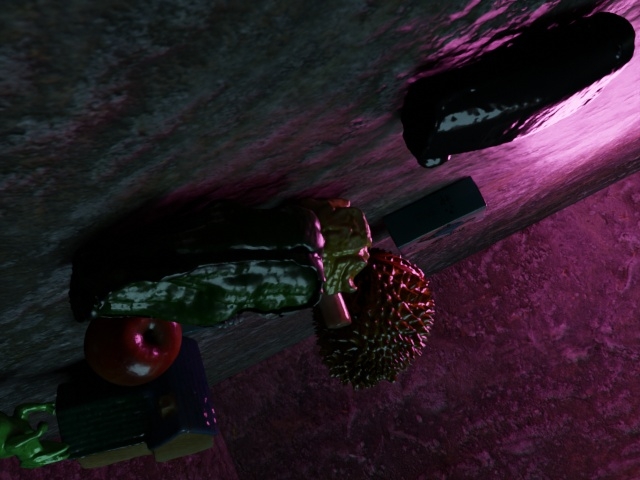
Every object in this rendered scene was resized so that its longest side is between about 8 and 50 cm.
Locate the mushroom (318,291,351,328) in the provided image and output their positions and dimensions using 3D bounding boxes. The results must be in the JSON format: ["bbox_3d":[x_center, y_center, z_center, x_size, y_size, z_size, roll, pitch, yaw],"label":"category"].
[{"bbox_3d":[0.007,0.102,1.355,0.208,0.215,0.207,-24,172,-4],"label":"mushroom"}]

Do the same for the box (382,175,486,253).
[{"bbox_3d":[0.295,-0.059,1.515,0.245,0.092,0.153,-27,167,9],"label":"box"}]

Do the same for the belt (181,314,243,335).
[{"bbox_3d":[-0.310,0.221,1.605,0.100,0.065,0.179,-22,172,40],"label":"belt"}]

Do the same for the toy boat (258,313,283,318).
[{"bbox_3d":[-0.049,0.152,1.737,0.296,0.088,0.129,-25,167,3],"label":"toy boat"}]

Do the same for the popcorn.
[{"bbox_3d":[0.000,0.001,1.093,0.188,0.167,0.185,9,-166,3],"label":"popcorn"}]

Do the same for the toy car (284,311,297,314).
[{"bbox_3d":[-0.088,0.143,1.581,0.139,0.112,0.112,-22,166,-8],"label":"toy car"}]

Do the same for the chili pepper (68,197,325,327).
[{"bbox_3d":[-0.176,0.029,0.888,0.385,0.167,0.213,-6,145,-23],"label":"chili pepper"}]

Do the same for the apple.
[{"bbox_3d":[-0.366,0.192,1.153,0.181,0.180,0.169,-14,-174,-38],"label":"apple"}]

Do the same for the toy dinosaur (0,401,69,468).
[{"bbox_3d":[-0.817,0.430,1.250,0.501,0.143,0.374,-6,141,-21],"label":"toy dinosaur"}]

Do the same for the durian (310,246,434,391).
[{"bbox_3d":[0.126,0.189,1.552,0.348,0.384,0.347,-19,161,-7],"label":"durian"}]

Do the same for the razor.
[{"bbox_3d":[0.278,-0.211,0.848,0.327,0.107,0.189,-22,166,-11],"label":"razor"}]

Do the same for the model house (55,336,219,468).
[{"bbox_3d":[-0.504,0.432,1.620,0.383,0.334,0.342,-12,152,-17],"label":"model house"}]
